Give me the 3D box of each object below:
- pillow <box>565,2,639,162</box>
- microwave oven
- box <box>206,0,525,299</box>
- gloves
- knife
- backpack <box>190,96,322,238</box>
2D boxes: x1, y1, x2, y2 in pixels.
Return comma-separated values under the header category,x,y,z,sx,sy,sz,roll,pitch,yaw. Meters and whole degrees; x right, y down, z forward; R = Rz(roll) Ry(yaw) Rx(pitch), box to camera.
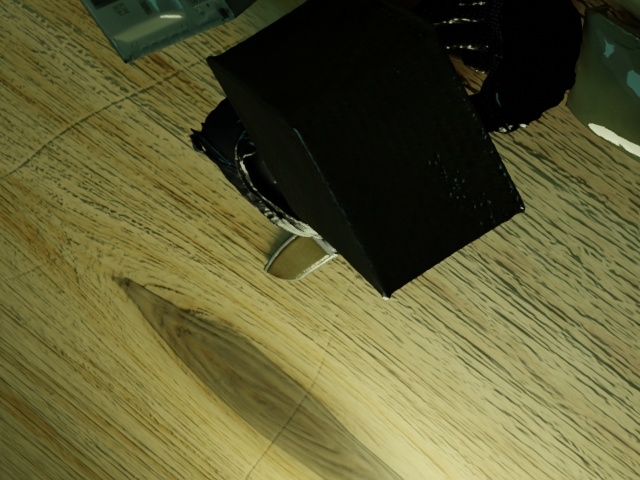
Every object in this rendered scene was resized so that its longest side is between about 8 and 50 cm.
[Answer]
category,x,y,z,sx,sy,sz,roll,pitch,yaw
pillow,0.282,-0.094,1.455,0.208,0.053,0.119,35,140,25
microwave oven,-0.114,-0.257,1.616,0.122,0.162,0.208,55,150,-14
box,0.032,-0.094,1.545,0.184,0.143,0.273,61,173,-23
gloves,0.141,-0.161,1.520,0.129,0.106,0.181,63,172,-21
knife,0.001,-0.001,1.890,0.046,0.022,0.256,43,152,-8
backpack,-0.029,-0.076,1.772,0.165,0.106,0.120,42,162,-33
